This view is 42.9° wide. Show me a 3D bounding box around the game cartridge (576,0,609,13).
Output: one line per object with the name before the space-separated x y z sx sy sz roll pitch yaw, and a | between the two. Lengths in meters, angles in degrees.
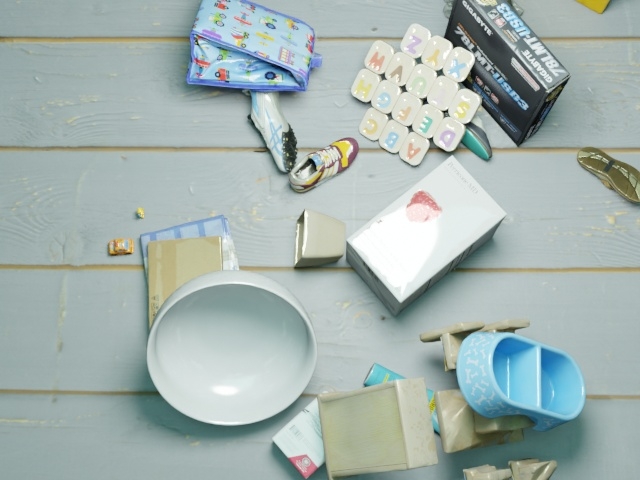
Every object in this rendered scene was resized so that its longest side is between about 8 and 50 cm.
game cartridge | 0.562 -0.667 1.828 0.285 0.324 0.053 33 81 8

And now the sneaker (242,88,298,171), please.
sneaker | -0.115 -0.261 1.867 0.086 0.085 0.237 -22 76 19

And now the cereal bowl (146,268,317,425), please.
cereal bowl | -0.181 0.204 1.668 0.339 0.141 0.339 -3 113 -6

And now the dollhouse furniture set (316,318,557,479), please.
dollhouse furniture set | 0.231 0.361 1.621 0.394 0.256 0.362 2 73 -36

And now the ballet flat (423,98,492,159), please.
ballet flat | 0.324 -0.269 1.862 0.203 0.074 0.074 39 79 12

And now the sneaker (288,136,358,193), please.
sneaker | 0.011 -0.176 1.834 0.185 0.084 0.069 -38 78 -8

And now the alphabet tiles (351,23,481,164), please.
alphabet tiles | 0.210 -0.325 1.822 0.284 0.021 0.278 34 110 15

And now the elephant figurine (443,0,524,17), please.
elephant figurine | 0.364 -0.591 1.855 0.186 0.239 0.169 -33 77 -7

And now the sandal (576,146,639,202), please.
sandal | 0.657 -0.146 1.837 0.180 0.049 0.072 39 73 25

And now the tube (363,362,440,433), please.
tube | 0.192 0.331 1.721 0.207 0.052 0.080 29 83 1

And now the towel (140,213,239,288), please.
towel | -0.274 0.097 1.795 0.209 0.034 0.285 -14 75 -2

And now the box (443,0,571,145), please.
box | 0.390 -0.383 1.773 0.073 0.293 0.295 -36 78 -7

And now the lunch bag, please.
lunch bag | -0.138 -0.444 1.854 0.293 0.138 0.221 10 43 -4

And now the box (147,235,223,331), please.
box | -0.291 0.093 1.768 0.164 0.021 0.201 -5 74 1

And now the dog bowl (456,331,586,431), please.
dog bowl | 0.394 0.266 1.561 0.297 0.074 0.166 20 63 -30

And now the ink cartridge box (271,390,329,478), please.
ink cartridge box | -0.009 0.402 1.694 0.150 0.063 0.109 -40 78 -9

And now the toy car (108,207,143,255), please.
toy car | -0.439 -0.024 1.826 0.060 0.040 0.122 12 76 4

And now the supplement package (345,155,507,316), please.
supplement package | 0.219 -0.007 1.739 0.293 0.175 0.177 -39 77 -9

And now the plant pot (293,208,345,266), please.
plant pot | 0.000 0.000 1.782 0.096 0.109 0.109 6 75 -10
